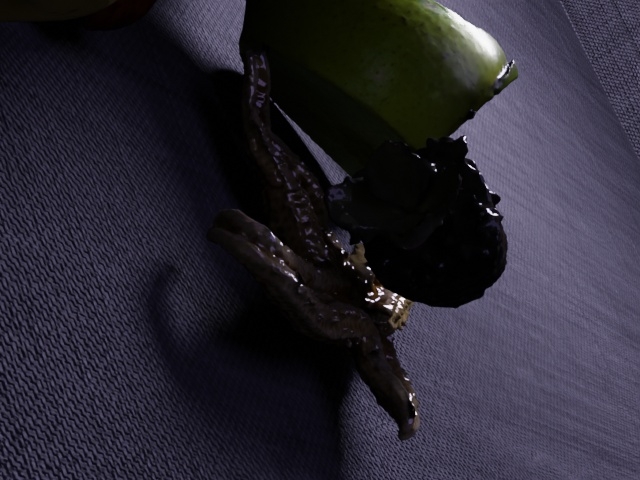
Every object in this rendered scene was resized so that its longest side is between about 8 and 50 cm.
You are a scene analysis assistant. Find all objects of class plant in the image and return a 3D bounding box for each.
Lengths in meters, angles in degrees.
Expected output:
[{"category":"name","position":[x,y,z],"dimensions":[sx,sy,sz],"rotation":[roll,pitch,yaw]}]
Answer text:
[{"category":"plant","position":[0.092,-0.019,1.556],"dimensions":[0.203,0.142,0.131],"rotation":[48,27,-70]}]

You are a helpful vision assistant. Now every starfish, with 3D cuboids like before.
[{"category":"starfish","position":[0.000,0.000,1.600],"dimensions":[0.324,0.082,0.432],"rotation":[52,19,-22]}]

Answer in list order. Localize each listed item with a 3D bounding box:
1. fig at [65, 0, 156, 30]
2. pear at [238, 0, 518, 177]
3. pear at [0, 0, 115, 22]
[{"category":"fig","position":[-0.198,-0.246,1.452],"dimensions":[0.150,0.128,0.128],"rotation":[38,10,26]},{"category":"pear","position":[0.044,-0.182,1.733],"dimensions":[0.292,0.159,0.292],"rotation":[36,-10,7]},{"category":"pear","position":[-0.224,-0.292,1.201],"dimensions":[0.309,0.309,0.309],"rotation":[48,22,-27]}]
